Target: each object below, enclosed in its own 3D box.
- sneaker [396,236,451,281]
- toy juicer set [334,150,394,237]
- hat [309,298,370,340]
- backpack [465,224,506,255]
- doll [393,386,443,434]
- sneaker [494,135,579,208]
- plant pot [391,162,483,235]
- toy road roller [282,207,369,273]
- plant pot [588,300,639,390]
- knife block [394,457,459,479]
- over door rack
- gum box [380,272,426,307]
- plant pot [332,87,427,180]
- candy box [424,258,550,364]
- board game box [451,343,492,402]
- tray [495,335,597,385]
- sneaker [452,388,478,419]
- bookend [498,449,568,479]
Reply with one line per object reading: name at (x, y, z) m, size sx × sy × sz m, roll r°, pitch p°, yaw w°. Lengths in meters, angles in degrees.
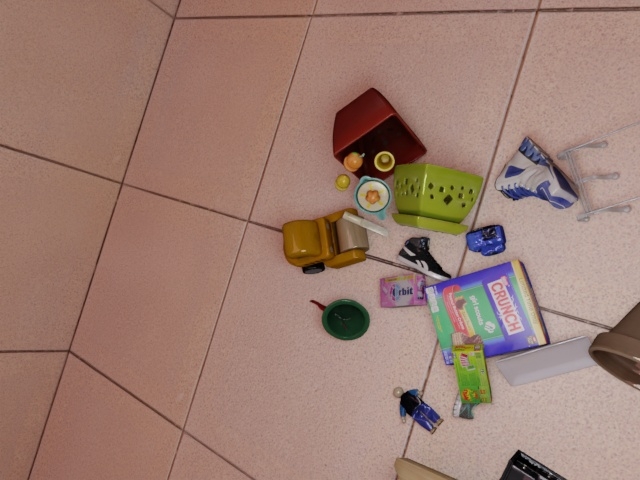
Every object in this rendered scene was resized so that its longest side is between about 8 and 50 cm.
sneaker at (0.380, 0.055, 1.700) m, size 0.217 × 0.079 × 0.121 m, roll 28°, pitch 96°, yaw 34°
toy juicer set at (0.151, -0.162, 1.727) m, size 0.209 × 0.089 × 0.329 m, roll 5°, pitch 112°, yaw 9°
hat at (0.085, 0.264, 1.873) m, size 0.208 × 0.183 × 0.173 m, roll 30°, pitch 107°, yaw -9°
backpack at (0.548, 0.003, 1.598) m, size 0.120 × 0.098 × 0.101 m, roll -14°, pitch 76°, yaw 28°
doll at (0.322, 0.576, 1.647) m, size 0.189 × 0.046 × 0.129 m, roll 39°, pitch 100°, yaw 31°
sneaker at (0.668, -0.177, 1.524) m, size 0.182 × 0.127 × 0.316 m, roll -50°, pitch 27°, yaw 31°
plant pot at (0.378, -0.136, 1.623) m, size 0.227 × 0.228 × 0.207 m, roll -161°, pitch 81°, yaw -71°
toy road roller at (0.000, 0.000, 1.849) m, size 0.329 × 0.240 × 0.203 m, roll -18°, pitch 71°, yaw 27°
plant pot at (0.893, 0.267, 1.264) m, size 0.263 × 0.263 × 0.229 m, roll 31°, pitch 80°, yaw 32°
knife block at (0.378, 0.729, 1.405) m, size 0.242 × 0.088 × 0.276 m, roll -36°, pitch 52°, yaw 15°
over door rack at (0.894, -0.214, 1.409) m, size 0.324 × 0.108 × 0.240 m, roll -28°, pitch 64°, yaw 46°
gum box at (0.293, 0.179, 1.694) m, size 0.188 × 0.062 × 0.107 m, roll -18°, pitch 69°, yaw 56°
plant pot at (0.198, -0.408, 1.818) m, size 0.267 × 0.267 × 0.236 m, roll -32°, pitch 52°, yaw 22°
candy box at (0.529, 0.238, 1.545) m, size 0.317 × 0.122 × 0.268 m, roll -21°, pitch 72°, yaw 26°
board game box at (0.468, 0.412, 1.483) m, size 0.092 × 0.043 × 0.181 m, roll -8°, pitch 104°, yaw 24°
tray at (0.676, 0.356, 1.439) m, size 0.270 × 0.145 × 0.030 m, roll -25°, pitch 33°, yaw 25°
sneaker at (0.485, 0.503, 1.564) m, size 0.076 × 0.065 × 0.167 m, roll 16°, pitch 91°, yaw 17°
bookend at (0.614, 0.690, 1.378) m, size 0.156 × 0.157 × 0.072 m, roll 27°, pitch 95°, yaw 33°
